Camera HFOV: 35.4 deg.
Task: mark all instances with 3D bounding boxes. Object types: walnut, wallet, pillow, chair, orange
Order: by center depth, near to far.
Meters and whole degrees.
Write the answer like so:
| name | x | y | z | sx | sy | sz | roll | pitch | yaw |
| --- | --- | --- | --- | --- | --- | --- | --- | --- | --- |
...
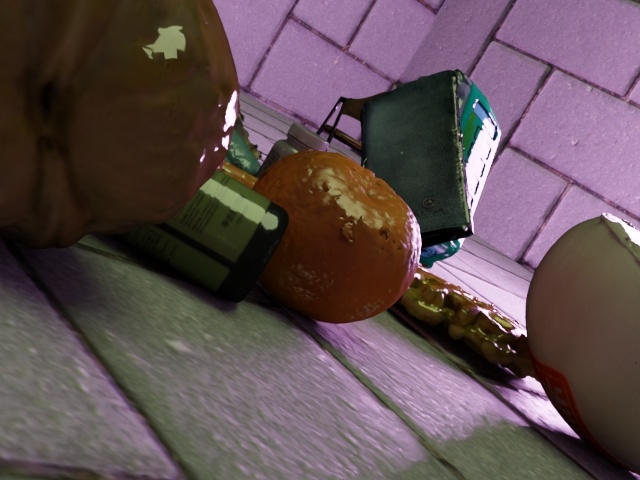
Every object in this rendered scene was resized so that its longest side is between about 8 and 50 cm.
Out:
| name | x | y | z | sx | sy | sz | roll | pitch | yaw |
| --- | --- | --- | --- | --- | --- | --- | --- | --- | --- |
| walnut | -0.211 | -0.135 | 0.719 | 0.296 | 0.285 | 0.285 | 3 | 21 | -24 |
| orange | 0.007 | 0.000 | 1.046 | 0.193 | 0.161 | 0.193 | 35 | 19 | -14 |
| pillow | -0.188 | -0.152 | 1.506 | 0.214 | 0.086 | 0.233 | 38 | 11 | 12 |
| wallet | 0.149 | -0.131 | 1.662 | 0.379 | 0.191 | 0.046 | -88 | 154 | -43 |
| chair | 0.077 | -0.182 | 2.007 | 0.159 | 0.247 | 0.172 | 28 | 2 | -21 |

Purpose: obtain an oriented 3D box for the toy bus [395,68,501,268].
| name | x | y | z | sx | sy | sz | roll | pitch | yaw |
| --- | --- | --- | --- | --- | --- | --- | --- | --- | --- |
| toy bus | 0.192 | -0.121 | 1.819 | 0.183 | 0.343 | 0.199 | -6 | -38 | 46 |

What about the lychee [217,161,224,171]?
| name | x | y | z | sx | sy | sz | roll | pitch | yaw |
| --- | --- | --- | --- | --- | --- | --- | --- | --- | --- |
| lychee | -0.173 | -0.104 | 1.209 | 0.114 | 0.101 | 0.140 | -3 | -4 | 11 |

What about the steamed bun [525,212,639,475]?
| name | x | y | z | sx | sy | sz | roll | pitch | yaw |
| --- | --- | --- | --- | --- | --- | --- | --- | --- | --- |
| steamed bun | 0.405 | 0.151 | 1.245 | 0.374 | 0.241 | 0.374 | 35 | 18 | -13 |

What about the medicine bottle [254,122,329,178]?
| name | x | y | z | sx | sy | sz | roll | pitch | yaw |
| --- | --- | --- | --- | --- | --- | --- | --- | --- | --- |
| medicine bottle | -0.049 | -0.099 | 1.479 | 0.079 | 0.140 | 0.079 | 30 | 9 | -5 |

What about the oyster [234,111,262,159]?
| name | x | y | z | sx | sy | sz | roll | pitch | yaw |
| --- | --- | --- | --- | --- | --- | --- | --- | --- | --- |
| oyster | -0.236 | -0.209 | 1.723 | 0.294 | 0.094 | 0.166 | 43 | 29 | 10 |

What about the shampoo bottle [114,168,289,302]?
| name | x | y | z | sx | sy | sz | roll | pitch | yaw |
| --- | --- | --- | --- | --- | --- | --- | --- | --- | --- |
| shampoo bottle | -0.171 | -0.052 | 0.912 | 0.284 | 0.101 | 0.101 | 30 | 8 | -4 |

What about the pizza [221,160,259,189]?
| name | x | y | z | sx | sy | sz | roll | pitch | yaw |
| --- | --- | --- | --- | --- | --- | --- | --- | --- | --- |
| pizza | -0.092 | -0.048 | 1.313 | 0.197 | 0.058 | 0.292 | 34 | 7 | 5 |

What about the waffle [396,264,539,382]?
| name | x | y | z | sx | sy | sz | roll | pitch | yaw |
| --- | --- | --- | --- | --- | --- | --- | --- | --- | --- |
| waffle | 0.183 | 0.093 | 1.427 | 0.302 | 0.068 | 0.325 | 30 | 4 | -19 |
